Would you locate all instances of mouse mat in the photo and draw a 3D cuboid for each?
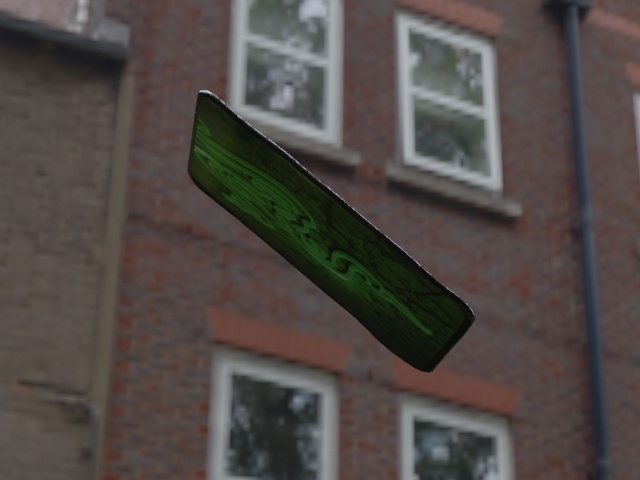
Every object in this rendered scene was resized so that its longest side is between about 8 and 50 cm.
[{"bbox_3d":[0.000,0.000,0.983,0.190,0.007,0.152,41,-17,6],"label":"mouse mat"}]
